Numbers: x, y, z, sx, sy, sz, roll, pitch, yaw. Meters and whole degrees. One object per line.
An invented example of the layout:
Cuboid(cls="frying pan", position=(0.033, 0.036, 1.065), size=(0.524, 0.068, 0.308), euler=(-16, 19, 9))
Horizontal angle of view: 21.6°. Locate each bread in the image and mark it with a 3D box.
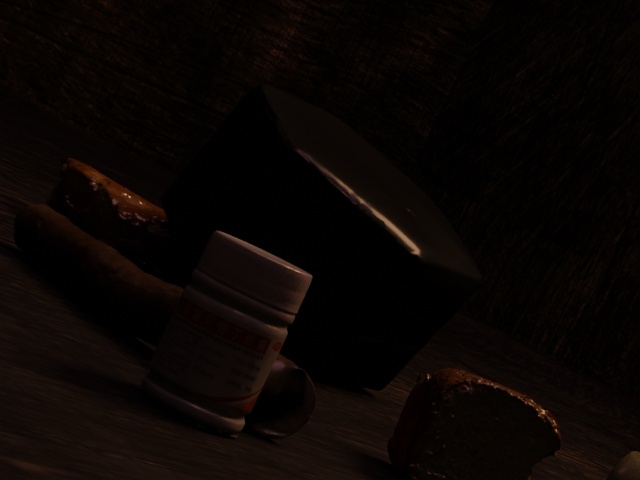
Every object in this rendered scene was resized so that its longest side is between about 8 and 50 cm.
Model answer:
Cuboid(cls="bread", position=(0.089, 0.114, 0.973), size=(0.083, 0.076, 0.070), euler=(25, 6, -11))

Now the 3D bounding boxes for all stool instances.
Cuboid(cls="stool", position=(0.000, 0.000, 1.277), size=(0.232, 0.141, 0.232), euler=(38, 14, -11))

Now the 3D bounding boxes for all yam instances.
Cuboid(cls="yam", position=(-0.105, 0.036, 0.997), size=(0.327, 0.045, 0.045), euler=(29, -19, 53))

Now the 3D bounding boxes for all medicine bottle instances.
Cuboid(cls="medicine bottle", position=(-0.047, 0.046, 0.836), size=(0.057, 0.089, 0.057), euler=(26, 1, 0))

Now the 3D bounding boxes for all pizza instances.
Cuboid(cls="pizza", position=(-0.152, -0.007, 1.352), size=(0.182, 0.062, 0.161), euler=(31, -4, 3))

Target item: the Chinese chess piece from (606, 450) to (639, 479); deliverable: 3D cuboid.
Cuboid(cls="Chinese chess piece", position=(0.268, 0.205, 1.194), size=(0.144, 0.058, 0.144), euler=(25, 3, -2))
